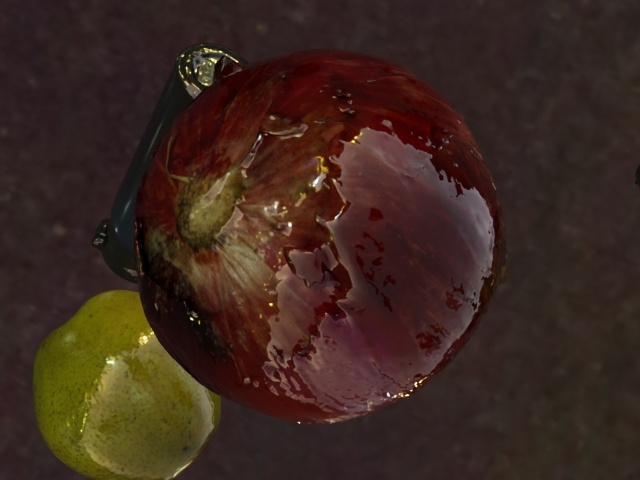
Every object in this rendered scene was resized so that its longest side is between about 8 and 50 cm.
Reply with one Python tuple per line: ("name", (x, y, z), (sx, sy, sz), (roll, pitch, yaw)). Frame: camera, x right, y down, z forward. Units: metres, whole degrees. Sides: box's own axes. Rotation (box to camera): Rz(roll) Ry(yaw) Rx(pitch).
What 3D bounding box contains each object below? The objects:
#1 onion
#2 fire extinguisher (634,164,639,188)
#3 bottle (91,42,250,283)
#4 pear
("onion", (0.000, 0.000, 1.189), (0.276, 0.276, 0.276), (-29, 131, -40))
("fire extinguisher", (0.272, -0.048, 1.350), (0.038, 0.025, 0.083), (-54, -167, 21))
("bottle", (-0.118, -0.055, 1.373), (0.244, 0.082, 0.072), (123, -13, -46))
("pear", (-0.195, 0.151, 1.692), (0.198, 0.198, 0.198), (-29, 131, -40))
